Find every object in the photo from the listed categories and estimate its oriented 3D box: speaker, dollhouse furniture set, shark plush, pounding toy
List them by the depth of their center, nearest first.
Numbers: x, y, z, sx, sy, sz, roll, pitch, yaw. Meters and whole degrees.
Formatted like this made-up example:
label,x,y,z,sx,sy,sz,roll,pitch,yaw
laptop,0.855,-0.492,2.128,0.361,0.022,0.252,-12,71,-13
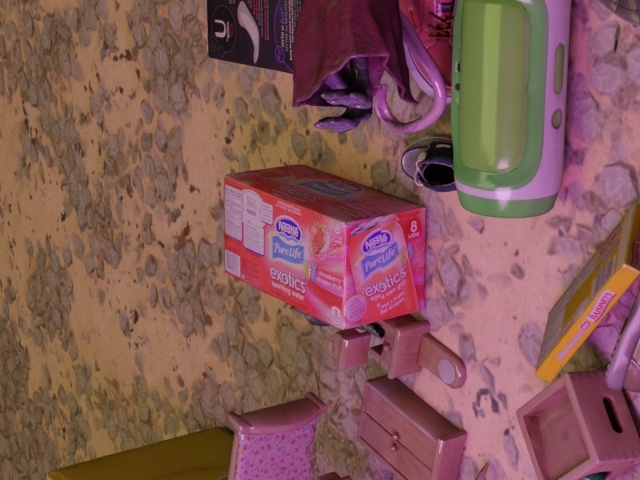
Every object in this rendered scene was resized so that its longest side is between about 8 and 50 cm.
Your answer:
label,x,y,z,sx,sy,sz,roll,pitch,yaw
speaker,0.214,-0.181,1.529,0.131,0.131,0.296,22,118,52
pounding toy,0.308,0.239,1.563,0.130,0.100,0.141,-50,48,49
dollhouse furniture set,0.000,0.283,1.780,0.174,0.356,0.303,36,128,45
shark plush,0.035,0.109,1.976,0.161,0.073,0.067,8,128,34

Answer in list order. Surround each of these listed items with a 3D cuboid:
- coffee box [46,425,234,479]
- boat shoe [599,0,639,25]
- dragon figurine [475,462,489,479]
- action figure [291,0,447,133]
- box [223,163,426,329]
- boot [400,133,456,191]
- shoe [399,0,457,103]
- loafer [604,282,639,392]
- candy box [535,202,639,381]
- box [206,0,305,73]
label,x,y,z,sx,sy,sz,roll,pitch,yaw
coffee box,-0.215,0.540,2.191,0.338,0.338,0.334,26,120,51
boat shoe,0.289,-0.328,1.400,0.320,0.103,0.118,53,123,35
dragon figurine,0.173,0.434,1.812,0.144,0.085,0.289,9,108,54
action figure,0.047,-0.326,1.576,0.248,0.276,0.370,-13,76,51
box,0.000,0.000,1.884,0.300,0.142,0.154,21,117,51
boot,0.141,-0.095,1.697,0.190,0.086,0.069,3,102,56
shoe,0.140,-0.261,1.667,0.081,0.063,0.178,-50,54,56
loafer,0.375,0.057,1.416,0.087,0.094,0.251,22,122,13
candy box,0.300,0.060,1.506,0.027,0.105,0.206,27,135,-1
box,-0.027,-0.316,1.826,0.270,0.143,0.165,20,114,52
